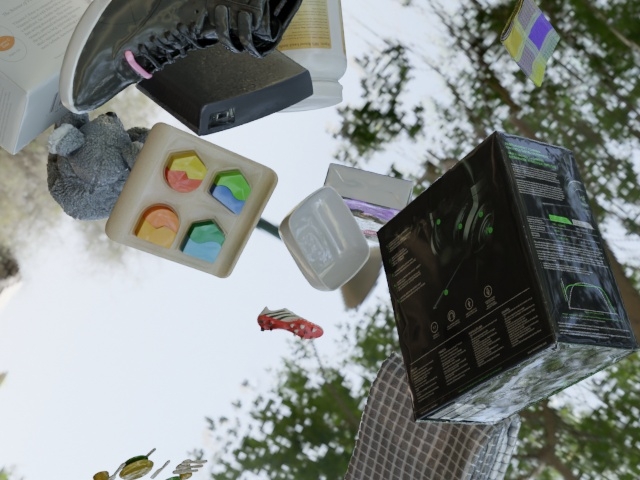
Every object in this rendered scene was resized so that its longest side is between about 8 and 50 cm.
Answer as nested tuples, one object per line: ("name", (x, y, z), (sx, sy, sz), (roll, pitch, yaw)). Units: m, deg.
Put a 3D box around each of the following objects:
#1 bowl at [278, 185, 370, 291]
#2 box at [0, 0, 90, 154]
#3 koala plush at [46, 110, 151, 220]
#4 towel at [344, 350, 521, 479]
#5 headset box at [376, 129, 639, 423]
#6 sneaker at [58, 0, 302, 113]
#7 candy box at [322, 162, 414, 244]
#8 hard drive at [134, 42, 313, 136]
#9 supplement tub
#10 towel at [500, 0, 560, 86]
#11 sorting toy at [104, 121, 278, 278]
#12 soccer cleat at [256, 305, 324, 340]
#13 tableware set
("bowl", (0.000, 0.000, 1.408), (0.053, 0.142, 0.142), (-21, -165, 43))
("box", (-0.532, -0.344, 1.453), (0.215, 0.345, 0.168), (-49, 180, -38))
("koala plush", (-0.373, -0.139, 1.554), (0.221, 0.196, 0.203), (165, -57, -69))
("towel", (0.169, 0.351, 1.483), (0.235, 0.121, 0.283), (29, -69, 35))
("headset box", (0.203, 0.043, 1.088), (0.246, 0.131, 0.283), (-43, -132, 45))
("sneaker", (-0.136, -0.219, 0.947), (0.296, 0.147, 0.104), (-47, 162, -1))
("candy box", (0.091, -0.064, 1.799), (0.196, 0.165, 0.070), (84, 21, -68))
("hard drive", (-0.145, -0.255, 1.454), (0.255, 0.172, 0.054), (-28, 146, -41))
("supplement tub", (-0.063, -0.440, 1.933), (0.228, 0.228, 0.316), (-7, -92, 63))
("towel", (0.200, -0.191, 0.869), (0.009, 0.083, 0.060), (14, -108, 43))
("sorting toy", (-0.189, -0.053, 1.366), (0.193, 0.208, 0.038), (-62, -154, 11))
("soccer cleat", (-0.035, 0.097, 1.098), (0.035, 0.083, 0.029), (-68, 162, -50))
("tableware set", (-0.239, 0.322, 1.258), (0.104, 0.154, 0.024), (-48, -127, 27))
